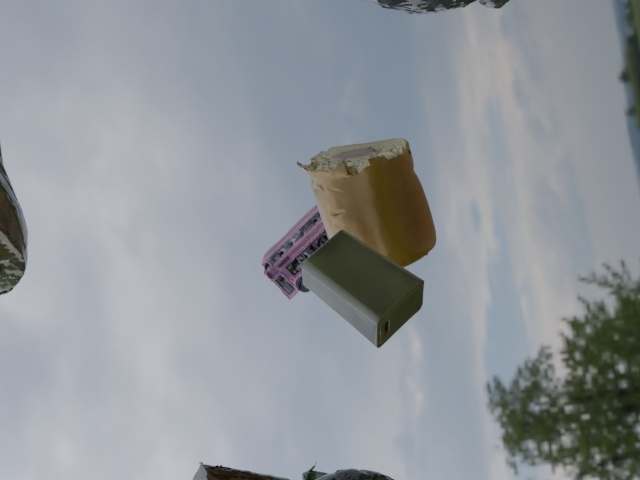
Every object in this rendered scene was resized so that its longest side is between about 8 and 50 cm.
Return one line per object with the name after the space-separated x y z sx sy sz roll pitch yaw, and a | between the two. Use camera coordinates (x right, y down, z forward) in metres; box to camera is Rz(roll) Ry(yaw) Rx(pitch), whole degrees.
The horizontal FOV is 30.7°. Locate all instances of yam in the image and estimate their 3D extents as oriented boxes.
-0.076 0.283 1.235 0.127 0.084 0.084 12 -120 -24 | yam

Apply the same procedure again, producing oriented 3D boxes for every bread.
0.059 -0.036 1.382 0.173 0.134 0.085 69 -151 -26 | bread

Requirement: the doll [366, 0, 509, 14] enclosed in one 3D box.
0.046 -0.298 0.909 0.245 0.158 0.340 27 -154 -16 | doll

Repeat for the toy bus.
0.000 0.000 1.693 0.090 0.203 0.063 44 -149 -3 | toy bus

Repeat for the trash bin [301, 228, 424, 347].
0.034 0.038 0.998 0.061 0.092 0.043 -41 -28 -26 | trash bin

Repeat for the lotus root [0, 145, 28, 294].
-0.476 -0.092 1.359 0.250 0.250 0.346 53 -163 -54 | lotus root

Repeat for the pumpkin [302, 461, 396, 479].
0.030 0.426 1.719 0.248 0.248 0.248 -10 -90 -72 | pumpkin
